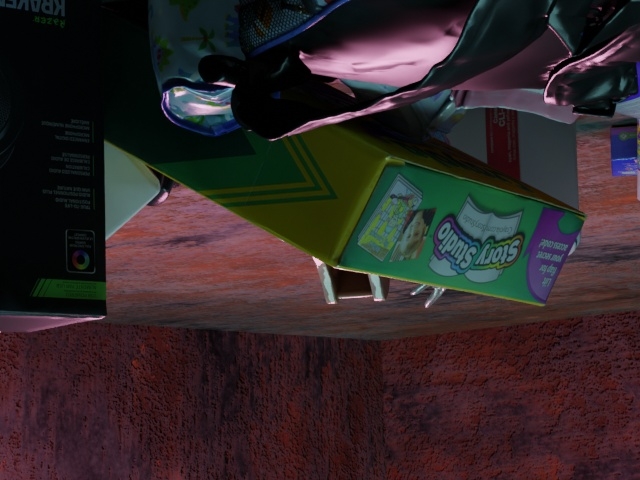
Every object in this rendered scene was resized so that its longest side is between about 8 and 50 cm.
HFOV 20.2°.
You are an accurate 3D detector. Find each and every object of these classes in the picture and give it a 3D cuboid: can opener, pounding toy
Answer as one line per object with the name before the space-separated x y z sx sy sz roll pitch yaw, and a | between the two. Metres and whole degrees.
can opener | -0.141 -0.090 1.960 0.059 0.073 0.186 11 157 -26
pounding toy | 0.000 0.000 2.262 0.155 0.154 0.269 -4 171 14

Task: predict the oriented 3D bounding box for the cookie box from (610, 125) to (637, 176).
cookie box | 0.375 -0.103 2.039 0.092 0.040 0.107 -3 172 9

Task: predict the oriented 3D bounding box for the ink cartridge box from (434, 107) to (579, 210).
ink cartridge box | 0.167 -0.071 1.904 0.176 0.127 0.128 -9 169 35

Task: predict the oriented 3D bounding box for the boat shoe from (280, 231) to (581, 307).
boat shoe | 0.120 0.001 2.047 0.367 0.156 0.136 13 149 -12

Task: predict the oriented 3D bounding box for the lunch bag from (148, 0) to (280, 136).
lunch bag | -0.077 -0.152 1.307 0.096 0.129 0.151 -1 171 -6

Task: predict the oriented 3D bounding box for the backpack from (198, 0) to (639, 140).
backpack | 0.101 -0.170 0.959 0.276 0.213 0.263 -5 -178 -24

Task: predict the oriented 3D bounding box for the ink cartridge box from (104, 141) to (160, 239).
ink cartridge box | -0.256 -0.028 1.669 0.198 0.115 0.273 -42 -174 -3

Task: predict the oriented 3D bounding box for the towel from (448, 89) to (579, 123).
towel | 0.194 -0.163 1.302 0.144 0.029 0.197 3 136 -42

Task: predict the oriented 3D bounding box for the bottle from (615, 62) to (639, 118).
bottle | 0.250 -0.156 1.473 0.118 0.092 0.283 -15 165 41

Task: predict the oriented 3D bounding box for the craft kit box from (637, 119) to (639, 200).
craft kit box | 0.438 -0.034 1.851 0.250 0.061 0.246 38 174 20

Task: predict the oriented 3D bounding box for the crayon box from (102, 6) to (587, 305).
crayon box | 0.011 -0.066 1.533 0.313 0.106 0.363 28 -171 31

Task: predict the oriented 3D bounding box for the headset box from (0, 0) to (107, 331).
headset box | -0.300 -0.058 1.369 0.246 0.283 0.131 5 169 -37

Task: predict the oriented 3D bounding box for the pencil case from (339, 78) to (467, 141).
pencil case | 0.049 -0.155 1.330 0.113 0.124 0.273 -1 171 13
